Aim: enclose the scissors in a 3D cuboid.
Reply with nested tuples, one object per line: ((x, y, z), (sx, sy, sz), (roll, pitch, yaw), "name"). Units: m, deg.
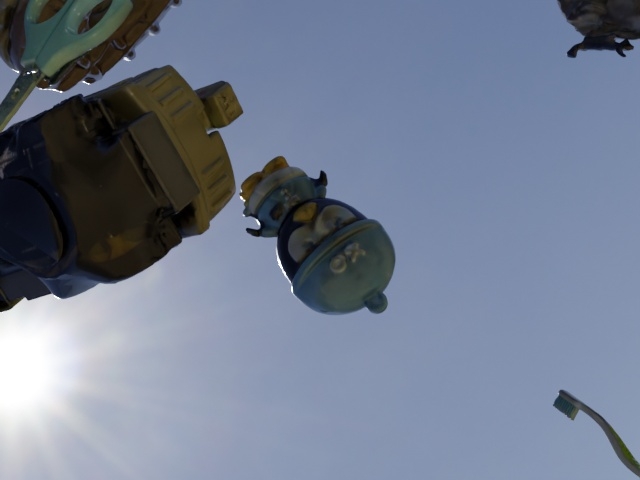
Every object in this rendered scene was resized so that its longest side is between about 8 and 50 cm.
((-0.359, -0.193, 1.603), (0.029, 0.191, 0.360), (41, -106, -46), "scissors")

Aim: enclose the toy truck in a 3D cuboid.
((-0.263, -0.050, 1.326), (0.254, 0.405, 0.180), (-40, -72, -47), "toy truck")

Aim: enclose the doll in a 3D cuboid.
((0.000, 0.000, 2.047), (0.177, 0.314, 0.141), (-38, -23, -11), "doll")

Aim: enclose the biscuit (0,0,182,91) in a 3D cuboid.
((-0.321, -0.351, 1.893), (0.366, 0.115, 0.268), (-37, -16, -33), "biscuit")

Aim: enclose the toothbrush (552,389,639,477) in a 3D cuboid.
((0.331, 0.230, 1.347), (0.022, 0.263, 0.026), (19, -75, -41), "toothbrush")

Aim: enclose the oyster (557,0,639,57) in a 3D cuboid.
((0.276, -0.197, 0.906), (0.133, 0.337, 0.197), (-21, -86, -30), "oyster")
